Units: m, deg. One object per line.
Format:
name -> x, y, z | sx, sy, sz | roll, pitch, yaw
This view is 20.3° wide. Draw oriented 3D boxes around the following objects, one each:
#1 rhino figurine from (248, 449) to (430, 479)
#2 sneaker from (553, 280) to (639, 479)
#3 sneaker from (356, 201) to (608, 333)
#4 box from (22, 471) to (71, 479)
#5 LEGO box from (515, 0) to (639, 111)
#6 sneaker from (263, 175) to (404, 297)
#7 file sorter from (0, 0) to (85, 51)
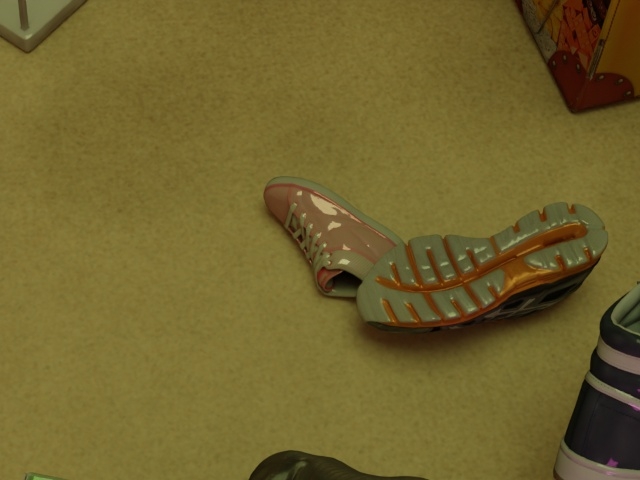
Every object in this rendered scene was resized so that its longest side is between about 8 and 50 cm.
rhino figurine -> 0.045, 0.219, 1.328 | 0.243, 0.073, 0.106 | 11, 56, 19
sneaker -> 0.304, 0.108, 1.350 | 0.282, 0.153, 0.099 | -3, 20, -37
sneaker -> 0.134, 0.038, 1.476 | 0.215, 0.083, 0.084 | -13, 59, -8
box -> -0.070, 0.303, 1.224 | 0.322, 0.058, 0.232 | 13, 77, -4
LEGO box -> 0.443, -0.343, 1.580 | 0.500, 0.372, 0.193 | -13, 59, -14
sneaker -> 0.000, 0.000, 1.502 | 0.134, 0.051, 0.070 | 30, 54, 9
file sorter -> -0.314, -0.349, 1.631 | 0.278, 0.173, 0.193 | 33, 60, 15
